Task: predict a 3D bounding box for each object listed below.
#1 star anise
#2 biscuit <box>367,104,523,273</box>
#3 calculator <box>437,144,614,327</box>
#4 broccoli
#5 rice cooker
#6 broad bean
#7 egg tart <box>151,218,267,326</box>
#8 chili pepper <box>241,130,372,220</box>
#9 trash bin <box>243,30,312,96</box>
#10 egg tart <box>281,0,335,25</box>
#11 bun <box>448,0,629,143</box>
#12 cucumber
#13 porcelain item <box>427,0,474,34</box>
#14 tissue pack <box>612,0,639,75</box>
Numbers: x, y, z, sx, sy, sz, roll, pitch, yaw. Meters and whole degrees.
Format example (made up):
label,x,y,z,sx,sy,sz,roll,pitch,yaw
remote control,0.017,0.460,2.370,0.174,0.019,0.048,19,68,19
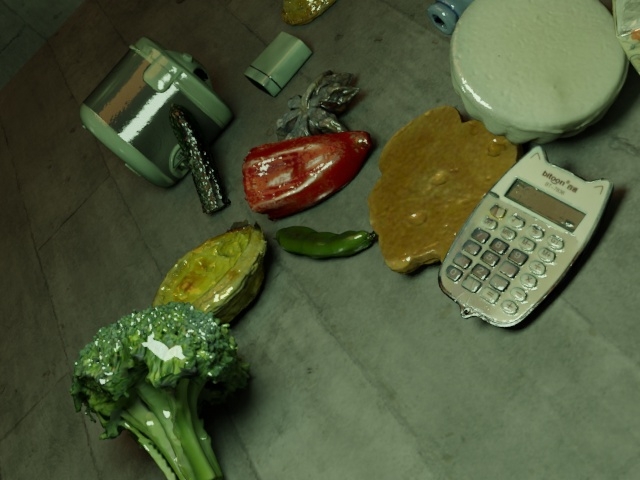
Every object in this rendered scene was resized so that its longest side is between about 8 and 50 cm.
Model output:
label,x,y,z,sx,sy,sz,roll,pitch,yaw
star anise,-0.010,-0.261,2.003,0.230,0.081,0.262,-31,38,42
biscuit,0.202,-0.077,1.602,0.269,0.051,0.375,-33,39,17
calculator,0.277,0.001,1.412,0.268,0.040,0.177,-50,51,-6
broccoli,-0.221,0.227,1.612,0.249,0.302,0.375,-48,1,-40
rice cooker,-0.355,-0.285,2.251,0.277,0.288,0.288,-48,34,-2
broad bean,-0.002,0.003,1.758,0.255,0.046,0.065,2,51,47
egg tart,-0.192,0.081,1.842,0.279,0.095,0.279,-32,25,17
chili pepper,-0.020,-0.130,1.866,0.253,0.136,0.144,-17,18,28
trash bin,-0.094,-0.389,2.243,0.130,0.059,0.116,-48,35,-2
egg tart,-0.025,-0.576,2.343,0.191,0.074,0.191,-29,40,28
bun,0.319,-0.248,1.539,0.263,0.175,0.263,0,70,1
cucumber,-0.250,-0.172,2.099,0.067,0.067,0.245,-25,80,31
porcelain item,0.301,-0.475,1.825,0.259,0.141,0.141,-45,33,-9
tissue pack,0.468,-0.267,1.361,0.092,0.196,0.148,-21,42,34
